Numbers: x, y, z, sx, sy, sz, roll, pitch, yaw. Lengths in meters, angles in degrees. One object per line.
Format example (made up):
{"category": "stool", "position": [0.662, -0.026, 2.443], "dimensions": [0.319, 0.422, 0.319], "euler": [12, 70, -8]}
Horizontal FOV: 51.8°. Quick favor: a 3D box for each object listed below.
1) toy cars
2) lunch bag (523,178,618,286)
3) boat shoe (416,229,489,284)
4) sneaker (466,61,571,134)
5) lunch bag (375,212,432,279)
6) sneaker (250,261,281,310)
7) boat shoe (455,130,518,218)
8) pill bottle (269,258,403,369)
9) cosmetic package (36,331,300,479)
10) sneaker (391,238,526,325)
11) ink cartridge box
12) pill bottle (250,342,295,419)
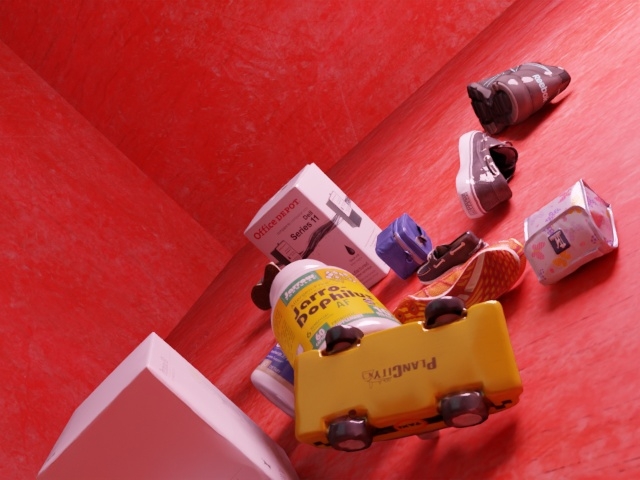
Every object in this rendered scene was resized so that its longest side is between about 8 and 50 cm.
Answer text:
{"category": "toy cars", "position": [0.009, 0.200, 0.533], "dimensions": [0.394, 0.087, 0.176], "euler": [-49, 46, -9]}
{"category": "lunch bag", "position": [0.222, -0.004, 0.590], "dimensions": [0.071, 0.053, 0.083], "euler": [-41, 19, 37]}
{"category": "boat shoe", "position": [0.157, 0.021, 0.821], "dimensions": [0.046, 0.038, 0.125], "euler": [-51, 10, -29]}
{"category": "sneaker", "position": [0.326, -0.240, 1.104], "dimensions": [0.106, 0.101, 0.267], "euler": [-26, 11, 1]}
{"category": "lunch bag", "position": [0.124, 0.005, 0.950], "dimensions": [0.065, 0.067, 0.098], "euler": [-44, 10, 19]}
{"category": "sneaker", "position": [-0.089, 0.084, 1.436], "dimensions": [0.086, 0.064, 0.192], "euler": [-40, -11, -34]}
{"category": "boat shoe", "position": [0.238, -0.106, 0.915], "dimensions": [0.076, 0.080, 0.228], "euler": [-22, 16, 26]}
{"category": "pill bottle", "position": [0.014, 0.097, 0.711], "dimensions": [0.117, 0.117, 0.208], "euler": [-46, 28, 1]}
{"category": "cosmetic package", "position": [-0.140, 0.227, 0.678], "dimensions": [0.138, 0.224, 0.224], "euler": [-48, 10, -9]}
{"category": "sneaker", "position": [0.144, 0.062, 0.688], "dimensions": [0.175, 0.064, 0.067], "euler": [-36, -9, 31]}
{"category": "ink cartridge box", "position": [0.000, 0.000, 1.090], "dimensions": [0.153, 0.208, 0.087], "euler": [-40, 11, 36]}
{"category": "pill bottle", "position": [-0.003, 0.140, 0.850], "dimensions": [0.169, 0.094, 0.094], "euler": [-50, 10, -22]}
